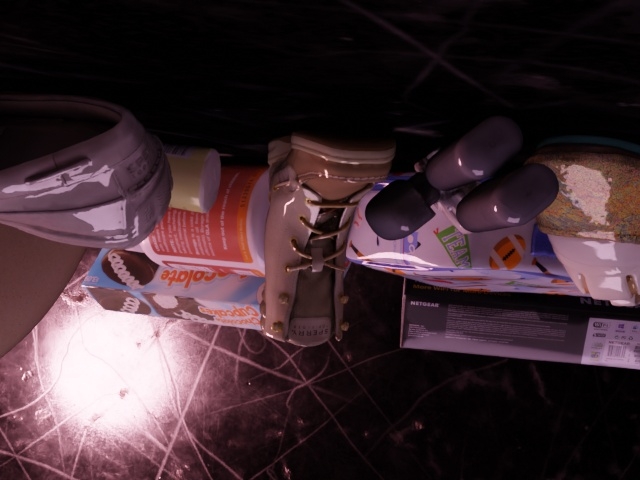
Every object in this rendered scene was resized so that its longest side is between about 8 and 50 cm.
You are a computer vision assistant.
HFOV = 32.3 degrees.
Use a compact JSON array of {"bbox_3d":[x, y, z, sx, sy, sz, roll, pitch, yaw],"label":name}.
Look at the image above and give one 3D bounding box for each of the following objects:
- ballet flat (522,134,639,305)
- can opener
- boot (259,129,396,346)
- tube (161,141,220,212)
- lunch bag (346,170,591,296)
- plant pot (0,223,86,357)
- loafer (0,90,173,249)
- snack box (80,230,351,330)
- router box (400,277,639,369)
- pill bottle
[{"bbox_3d":[0.238,-0.005,0.876,0.123,0.123,0.348,5,178,23],"label":"ballet flat"},{"bbox_3d":[0.097,-0.029,0.793,0.093,0.074,0.280,-39,-179,-6],"label":"can opener"},{"bbox_3d":[0.000,0.000,0.847,0.077,0.165,0.213,5,180,-15],"label":"boot"},{"bbox_3d":[-0.215,-0.072,1.040,0.240,0.062,0.070,10,139,10],"label":"tube"},{"bbox_3d":[0.196,-0.005,1.122,0.303,0.115,0.243,7,176,-36],"label":"lunch bag"},{"bbox_3d":[-0.358,0.023,0.999,0.284,0.191,0.284,8,160,3],"label":"plant pot"},{"bbox_3d":[-0.260,-0.066,0.766,0.319,0.112,0.111,3,142,10],"label":"loafer"},{"bbox_3d":[-0.112,0.008,1.307,0.322,0.187,0.060,4,145,32],"label":"snack box"},{"bbox_3d":[0.258,0.047,1.364,0.309,0.081,0.243,5,-149,4],"label":"router box"},{"bbox_3d":[-0.124,-0.027,1.208,0.216,0.121,0.121,5,179,30],"label":"pill bottle"}]
